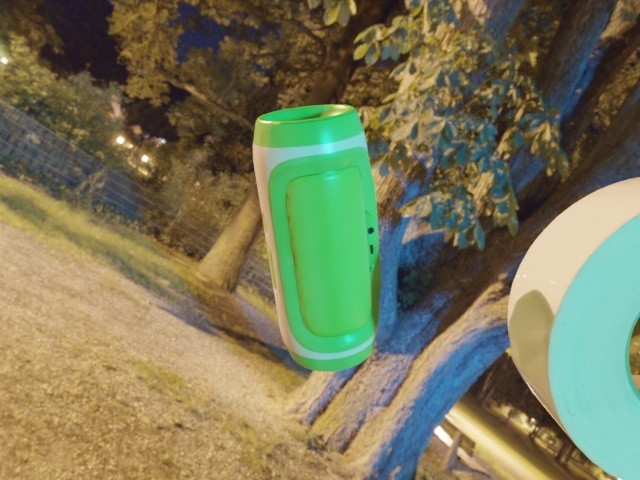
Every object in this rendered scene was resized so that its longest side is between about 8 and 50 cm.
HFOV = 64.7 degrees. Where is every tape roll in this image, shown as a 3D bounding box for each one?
[{"bbox_3d":[0.331,0.081,0.470,0.286,0.286,0.100,33,10,-5],"label":"tape roll"}]

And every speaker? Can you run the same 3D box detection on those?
[{"bbox_3d":[0.000,0.000,0.591,0.131,0.131,0.296,27,-51,53],"label":"speaker"}]
